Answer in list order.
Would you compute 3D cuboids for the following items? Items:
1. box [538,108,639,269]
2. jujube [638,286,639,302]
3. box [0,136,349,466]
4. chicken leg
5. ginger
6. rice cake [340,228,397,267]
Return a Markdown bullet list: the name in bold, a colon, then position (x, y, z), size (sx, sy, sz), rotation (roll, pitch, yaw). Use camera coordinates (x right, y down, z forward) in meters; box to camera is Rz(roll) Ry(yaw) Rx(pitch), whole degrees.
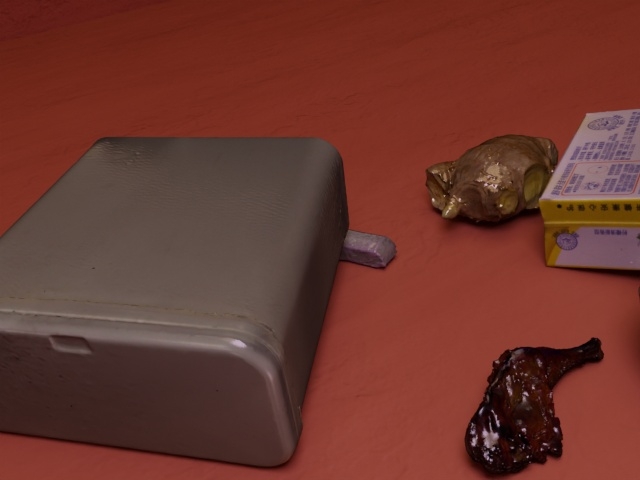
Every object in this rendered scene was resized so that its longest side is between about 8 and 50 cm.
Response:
- **box**: position (0.393, -0.074, 0.851), size (0.168, 0.097, 0.265), rotation (0, 32, 34)
- **jujube**: position (0.415, 0.048, 0.636), size (0.190, 0.190, 0.255), rotation (17, 32, 31)
- **box**: position (-0.164, 0.038, 0.731), size (0.352, 0.177, 0.344), rotation (2, 38, 14)
- **chicken leg**: position (0.202, 0.143, 0.640), size (0.093, 0.053, 0.205), rotation (33, 54, 14)
- **ginger**: position (0.233, -0.085, 0.921), size (0.216, 0.102, 0.157), rotation (-33, 35, -33)
- **rice cake**: position (0.000, 0.000, 0.898), size (0.207, 0.036, 0.047), rotation (10, 51, 22)
